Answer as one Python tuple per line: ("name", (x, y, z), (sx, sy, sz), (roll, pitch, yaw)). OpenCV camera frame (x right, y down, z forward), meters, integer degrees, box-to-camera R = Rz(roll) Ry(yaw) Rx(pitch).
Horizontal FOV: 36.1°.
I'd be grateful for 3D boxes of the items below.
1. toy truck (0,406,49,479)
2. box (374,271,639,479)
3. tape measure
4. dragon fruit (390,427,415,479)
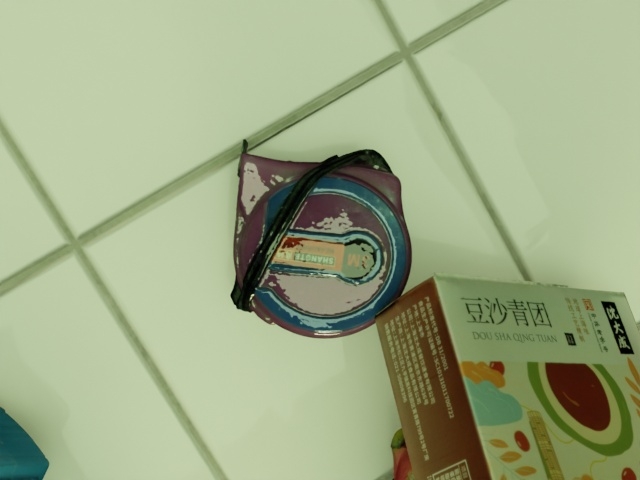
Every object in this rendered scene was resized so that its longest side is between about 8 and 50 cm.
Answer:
("toy truck", (-0.495, 0.388, 1.200), (0.162, 0.161, 0.385), (31, 95, 30))
("box", (0.272, 0.245, 1.159), (0.344, 0.122, 0.385), (6, 59, -35))
("tape measure", (0.000, 0.000, 1.247), (0.231, 0.149, 0.245), (7, 90, -5))
("dragon fruit", (0.191, 0.338, 1.276), (0.227, 0.224, 0.224), (-2, 100, -36))
